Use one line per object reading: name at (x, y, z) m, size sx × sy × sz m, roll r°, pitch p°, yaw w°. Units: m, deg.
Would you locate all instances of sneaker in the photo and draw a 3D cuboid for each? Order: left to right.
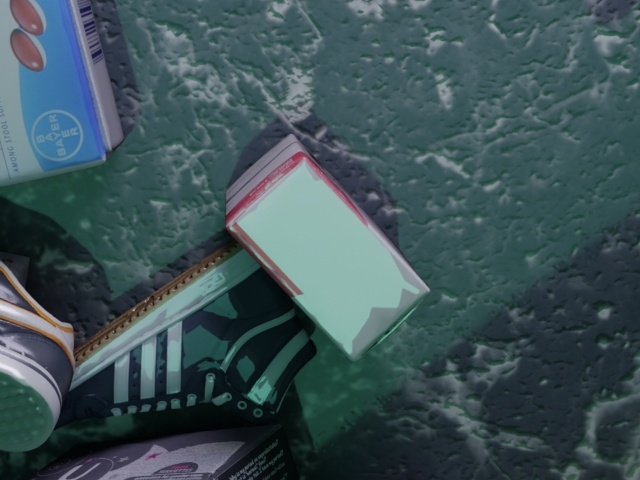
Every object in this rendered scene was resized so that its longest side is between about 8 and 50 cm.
sneaker at (-0.358, 0.058, 1.313) m, size 0.321 × 0.127 × 0.126 m, roll 30°, pitch 124°, yaw -11°
sneaker at (-0.137, 0.132, 1.422) m, size 0.282 × 0.099 × 0.153 m, roll -35°, pitch 98°, yaw 3°

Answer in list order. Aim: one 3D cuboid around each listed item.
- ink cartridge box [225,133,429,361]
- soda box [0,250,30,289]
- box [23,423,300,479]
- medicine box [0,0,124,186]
ink cartridge box at (0.000, 0.000, 1.337) m, size 0.092 × 0.218 × 0.158 m, roll -43°, pitch 99°, yaw 2°
soda box at (-0.324, 0.118, 1.431) m, size 0.074 × 0.069 × 0.216 m, roll 11°, pitch 102°, yaw -3°
box at (-0.153, 0.261, 1.367) m, size 0.247 × 0.163 × 0.142 m, roll -11°, pitch 102°, yaw 33°
medicine box at (-0.342, -0.170, 1.332) m, size 0.289 × 0.149 × 0.263 m, roll -13°, pitch 101°, yaw 1°
